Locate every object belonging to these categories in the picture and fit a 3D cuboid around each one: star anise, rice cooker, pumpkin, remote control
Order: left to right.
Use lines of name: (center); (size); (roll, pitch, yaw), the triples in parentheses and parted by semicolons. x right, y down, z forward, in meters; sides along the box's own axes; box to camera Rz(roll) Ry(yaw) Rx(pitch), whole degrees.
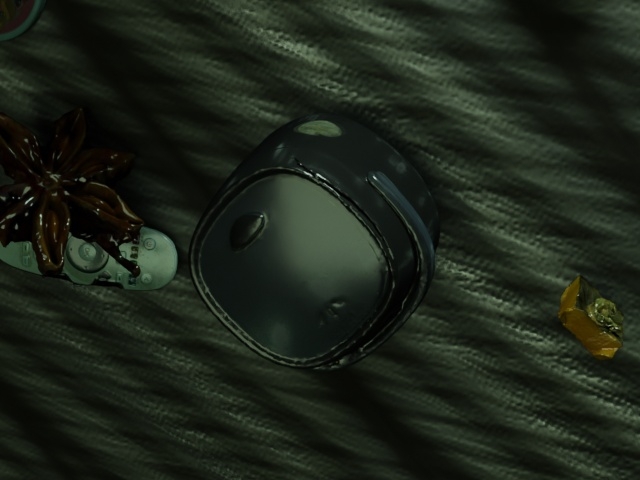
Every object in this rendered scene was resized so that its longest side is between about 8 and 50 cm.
star anise: (-0.319, -0.053, 1.338); (0.126, 0.190, 0.220); (-40, 52, 53)
remote control: (-0.303, 0.008, 1.428); (0.256, 0.045, 0.097); (13, 106, 9)
rice cooker: (0.000, 0.000, 1.237); (0.267, 0.224, 0.267); (5, 109, 14)
pumpkin: (0.306, 0.084, 1.256); (0.074, 0.083, 0.054); (42, 119, -6)

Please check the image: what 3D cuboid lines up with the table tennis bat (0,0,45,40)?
table tennis bat: (-0.428, -0.350, 1.339); (0.153, 0.040, 0.244); (-34, 102, 25)
